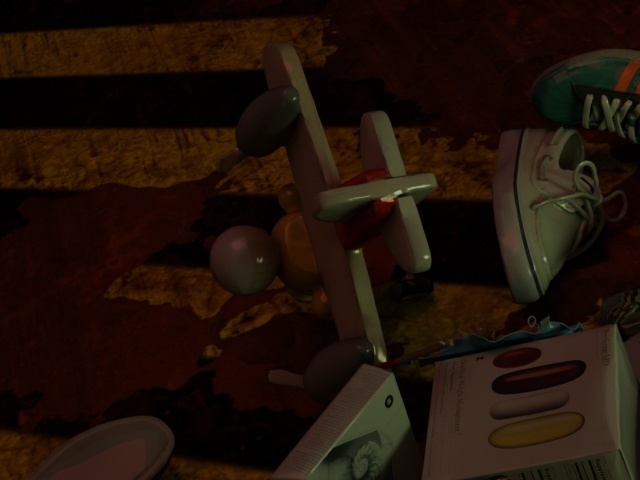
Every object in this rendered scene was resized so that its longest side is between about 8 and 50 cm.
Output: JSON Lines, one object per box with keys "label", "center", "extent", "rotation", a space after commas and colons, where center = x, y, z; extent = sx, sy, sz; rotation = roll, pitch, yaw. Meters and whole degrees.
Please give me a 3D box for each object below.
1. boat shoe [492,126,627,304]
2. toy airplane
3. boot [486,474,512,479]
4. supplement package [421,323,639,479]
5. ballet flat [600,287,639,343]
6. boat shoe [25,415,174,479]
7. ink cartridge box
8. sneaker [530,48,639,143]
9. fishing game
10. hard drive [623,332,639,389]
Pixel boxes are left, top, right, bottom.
{"label": "boat shoe", "center": [0.309, -0.046, 1.985], "extent": [0.156, 0.136, 0.367], "rotation": [-11, 24, 15]}
{"label": "toy airplane", "center": [0.000, 0.000, 1.865], "extent": [0.272, 0.384, 0.386], "rotation": [-14, 33, -3]}
{"label": "boot", "center": [0.204, 0.329, 1.465], "extent": [0.137, 0.198, 0.077], "rotation": [9, 6, 35]}
{"label": "supplement package", "center": [0.228, 0.218, 1.611], "extent": [0.203, 0.149, 0.194], "rotation": [-14, 33, 18]}
{"label": "ballet flat", "center": [0.414, 0.074, 1.787], "extent": [0.188, 0.070, 0.070], "rotation": [-23, 30, 20]}
{"label": "boat shoe", "center": [-0.302, 0.321, 1.863], "extent": [0.302, 0.091, 0.114], "rotation": [-29, 52, -12]}
{"label": "ink cartridge box", "center": [0.025, 0.278, 1.586], "extent": [0.045, 0.223, 0.224], "rotation": [15, 49, 38]}
{"label": "sneaker", "center": [0.430, -0.175, 2.050], "extent": [0.302, 0.108, 0.121], "rotation": [-1, 45, 1]}
{"label": "fishing game", "center": [0.197, 0.107, 1.726], "extent": [0.264, 0.041, 0.189], "rotation": [-3, -13, -35]}
{"label": "hard drive", "center": [0.457, 0.136, 1.586], "extent": [0.233, 0.047, 0.353], "rotation": [-31, 19, 5]}
